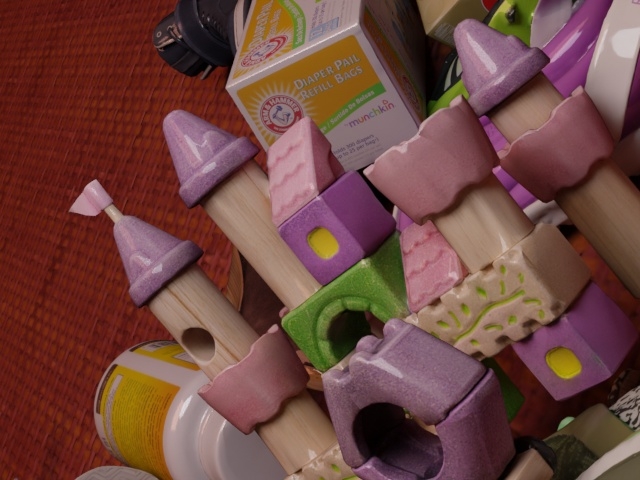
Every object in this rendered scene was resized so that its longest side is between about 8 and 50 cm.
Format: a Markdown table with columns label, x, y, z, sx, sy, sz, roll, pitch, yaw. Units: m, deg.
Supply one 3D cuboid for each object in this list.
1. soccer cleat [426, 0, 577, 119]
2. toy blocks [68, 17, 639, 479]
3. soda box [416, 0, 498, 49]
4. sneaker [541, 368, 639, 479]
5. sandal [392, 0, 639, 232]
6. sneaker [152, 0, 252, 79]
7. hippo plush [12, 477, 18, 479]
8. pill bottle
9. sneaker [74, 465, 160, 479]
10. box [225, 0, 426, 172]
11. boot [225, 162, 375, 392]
| label | x | y | z | sx | sy | sz | roll | pitch | yaw |
| --- | --- | --- | --- | --- | --- | --- | --- | --- | --- |
| soccer cleat | 0.125 | -0.138 | 0.956 | 0.179 | 0.060 | 0.072 | -55 | 27 | 24 |
| toy blocks | -0.004 | 0.022 | 0.730 | 0.288 | 0.260 | 0.309 | -37 | 2 | 40 |
| soda box | 0.150 | -0.220 | 0.971 | 0.181 | 0.058 | 0.061 | -45 | 36 | 32 |
| sneaker | 0.142 | 0.158 | 0.698 | 0.410 | 0.158 | 0.182 | -35 | 12 | 46 |
| sandal | 0.172 | -0.123 | 0.822 | 0.416 | 0.102 | 0.169 | -51 | 36 | 24 |
| sneaker | -0.095 | -0.198 | 1.309 | 0.163 | 0.086 | 0.226 | -35 | 32 | 27 |
| hippo plush | -0.349 | 0.363 | 1.296 | 0.237 | 0.234 | 0.294 | 13 | 38 | 43 |
| pill bottle | -0.094 | 0.148 | 1.055 | 0.215 | 0.117 | 0.117 | 5 | 75 | 60 |
| sneaker | -0.143 | 0.351 | 1.012 | 0.182 | 0.128 | 0.315 | 115 | 145 | -56 |
| box | 0.010 | -0.139 | 1.004 | 0.114 | 0.103 | 0.203 | -25 | 26 | 17 |
| boot | 0.000 | 0.000 | 1.029 | 0.206 | 0.090 | 0.248 | -67 | 26 | 5 |
